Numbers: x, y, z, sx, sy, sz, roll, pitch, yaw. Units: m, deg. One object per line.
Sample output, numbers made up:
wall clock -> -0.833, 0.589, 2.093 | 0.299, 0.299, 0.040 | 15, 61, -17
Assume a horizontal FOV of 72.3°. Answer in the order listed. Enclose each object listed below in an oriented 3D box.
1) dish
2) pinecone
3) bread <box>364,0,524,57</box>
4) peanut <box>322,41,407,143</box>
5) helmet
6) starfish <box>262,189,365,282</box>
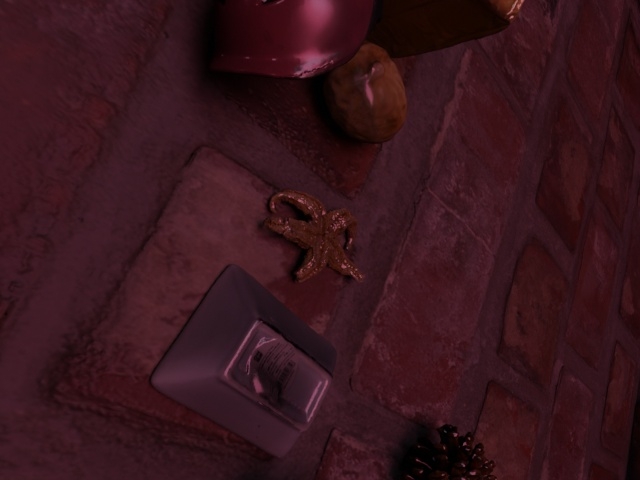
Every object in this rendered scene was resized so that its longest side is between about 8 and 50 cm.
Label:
dish -> -0.067, 0.171, 0.580 | 0.243, 0.080, 0.181 | 45, 63, -29
pinecone -> 0.224, 0.430, 0.771 | 0.179, 0.150, 0.195 | 29, 71, -36
bread -> 0.158, -0.367, 0.646 | 0.153, 0.288, 0.119 | 16, 89, -38
peanut -> 0.072, -0.224, 0.683 | 0.140, 0.109, 0.159 | -43, 128, -20
helmet -> -0.029, -0.304, 0.527 | 0.253, 0.198, 0.154 | -45, 142, -43
starfish -> 0.007, 0.001, 0.660 | 0.209, 0.053, 0.150 | 47, 66, -31
